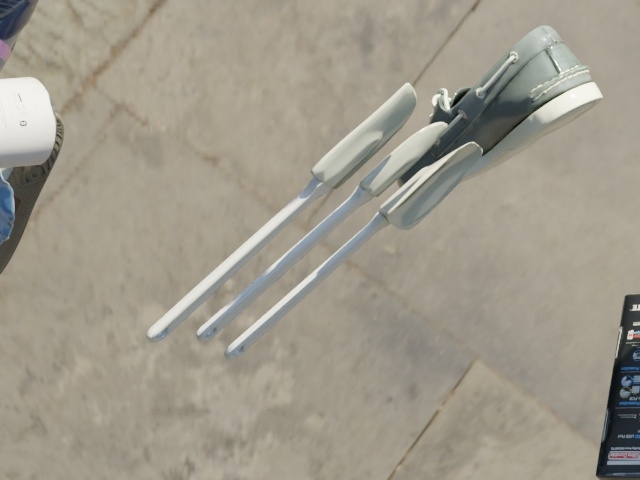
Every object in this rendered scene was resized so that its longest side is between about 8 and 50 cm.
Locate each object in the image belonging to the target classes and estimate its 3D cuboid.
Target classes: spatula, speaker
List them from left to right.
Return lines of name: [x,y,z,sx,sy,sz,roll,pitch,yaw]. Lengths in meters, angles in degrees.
speaker: [-0.228,-0.066,0.927,0.136,0.055,0.055,-9,72,-38]
spatula: [0.000,0.000,1.075,0.242,0.168,0.019,-43,69,9]

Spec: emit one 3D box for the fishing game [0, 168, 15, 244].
fishing game: [-0.310,-0.068,1.229,0.189,0.264,0.041,31,54,8]

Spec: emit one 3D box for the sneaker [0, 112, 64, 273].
sneaker: [-0.341,-0.040,1.482,0.118,0.083,0.222,21,73,23]

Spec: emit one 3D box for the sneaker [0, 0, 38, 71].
sneaker: [-0.392,-0.173,1.658,0.112,0.131,0.319,13,43,18]

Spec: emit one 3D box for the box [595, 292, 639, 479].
box: [0.350,0.127,1.319,0.220,0.051,0.175,-6,60,37]

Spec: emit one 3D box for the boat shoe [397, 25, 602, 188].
boat shoe: [0.172,-0.129,1.666,0.116,0.319,0.099,-24,86,-33]
